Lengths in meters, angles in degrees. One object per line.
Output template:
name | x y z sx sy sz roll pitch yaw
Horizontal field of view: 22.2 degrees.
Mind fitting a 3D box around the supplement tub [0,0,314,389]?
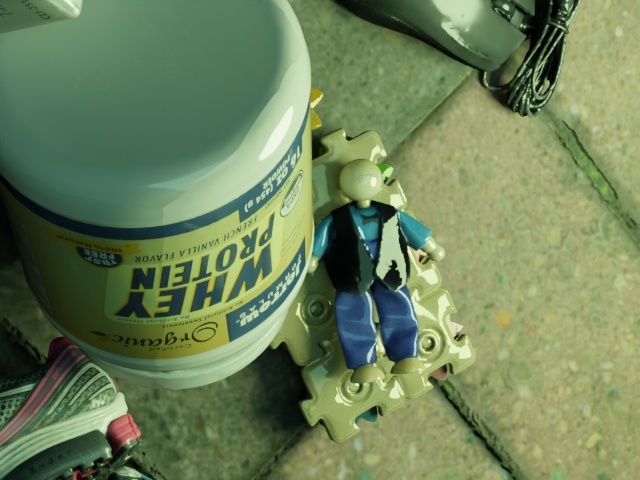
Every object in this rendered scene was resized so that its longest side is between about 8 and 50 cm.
supplement tub | -0.119 -0.043 1.196 0.228 0.316 0.228 0 60 1

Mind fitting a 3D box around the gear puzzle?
gear puzzle | 0.000 0.000 1.436 0.175 0.044 0.339 -29 105 -18

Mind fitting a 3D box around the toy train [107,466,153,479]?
toy train | -0.161 0.283 1.374 0.105 0.080 0.184 13 88 -35

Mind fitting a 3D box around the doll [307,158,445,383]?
doll | 0.048 0.023 1.407 0.129 0.046 0.189 -10 92 -12

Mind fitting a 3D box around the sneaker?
sneaker | -0.296 0.180 1.288 0.299 0.121 0.112 -23 76 -20

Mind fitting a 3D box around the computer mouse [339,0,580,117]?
computer mouse | 0.129 -0.232 1.448 0.272 0.072 0.189 17 90 -26

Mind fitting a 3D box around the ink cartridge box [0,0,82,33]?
ink cartridge box | -0.261 -0.270 1.102 0.066 0.261 0.296 40 50 -53
